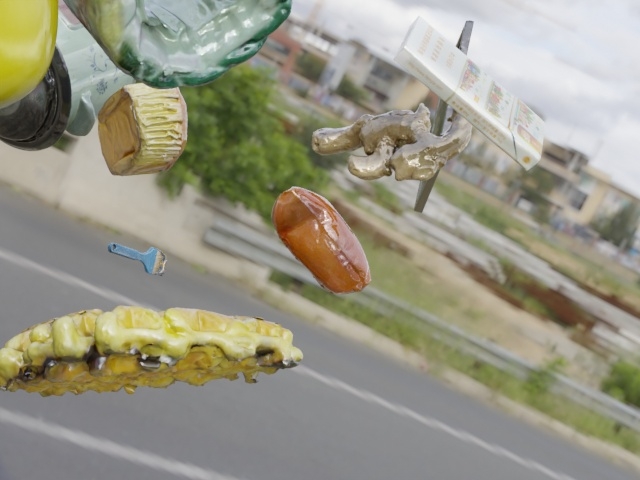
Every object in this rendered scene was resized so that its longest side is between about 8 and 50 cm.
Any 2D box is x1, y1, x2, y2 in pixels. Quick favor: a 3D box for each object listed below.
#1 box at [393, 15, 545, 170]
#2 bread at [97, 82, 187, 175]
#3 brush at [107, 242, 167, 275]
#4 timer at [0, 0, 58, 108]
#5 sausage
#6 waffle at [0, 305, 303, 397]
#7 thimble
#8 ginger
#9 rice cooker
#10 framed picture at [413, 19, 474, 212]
[{"bbox_3d":[0.192,-0.188,1.551,0.220,0.032,0.122,39,30,-9],"label":"box"},{"bbox_3d":[-0.278,-0.176,1.945,0.114,0.132,0.190,-7,-8,-24],"label":"bread"},{"bbox_3d":[-0.350,0.030,2.344,0.014,0.051,0.164,4,-10,34],"label":"brush"},{"bbox_3d":[-0.380,-0.178,1.175,0.285,0.285,0.285,27,5,-2],"label":"timer"},{"bbox_3d":[0.000,0.000,1.661,0.179,0.089,0.089,54,-2,-16],"label":"sausage"},{"bbox_3d":[-0.233,0.153,1.617,0.382,0.095,0.379,6,-16,-34],"label":"waffle"},{"bbox_3d":[-0.169,-0.318,1.407,0.167,0.254,0.288,49,1,30],"label":"thimble"},{"bbox_3d":[0.085,-0.136,1.739,0.258,0.149,0.065,0,-49,31],"label":"ginger"},{"bbox_3d":[-0.475,-0.306,2.090,0.316,0.264,0.317,21,44,-22],"label":"rice cooker"},{"bbox_3d":[0.198,-0.198,1.965,0.018,0.265,0.192,15,-22,0],"label":"framed picture"}]
